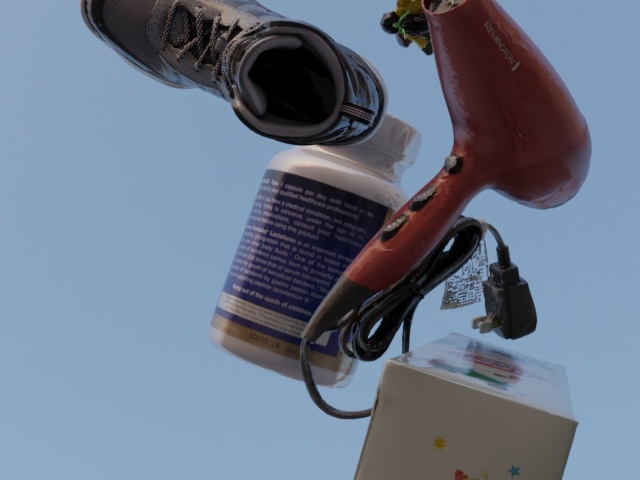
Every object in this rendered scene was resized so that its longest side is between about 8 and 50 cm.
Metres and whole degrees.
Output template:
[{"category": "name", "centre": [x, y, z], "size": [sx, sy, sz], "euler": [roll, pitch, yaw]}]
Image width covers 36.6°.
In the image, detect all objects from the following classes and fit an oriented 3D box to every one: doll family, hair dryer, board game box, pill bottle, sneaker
[{"category": "doll family", "centre": [0.101, -0.278, 1.049], "size": [0.111, 0.076, 0.193], "euler": [-17, -58, 8]}, {"category": "hair dryer", "centre": [0.095, -0.026, 0.634], "size": [0.080, 0.224, 0.293], "euler": [23, -59, 43]}, {"category": "board game box", "centre": [0.072, 0.177, 0.578], "size": [0.098, 0.303, 0.223], "euler": [17, -89, 14]}, {"category": "pill bottle", "centre": [0.000, 0.000, 0.955], "size": [0.153, 0.153, 0.264], "euler": [19, -92, 2]}, {"category": "sneaker", "centre": [-0.071, -0.150, 0.750], "size": [0.269, 0.153, 0.101], "euler": [23, -81, -1]}]
